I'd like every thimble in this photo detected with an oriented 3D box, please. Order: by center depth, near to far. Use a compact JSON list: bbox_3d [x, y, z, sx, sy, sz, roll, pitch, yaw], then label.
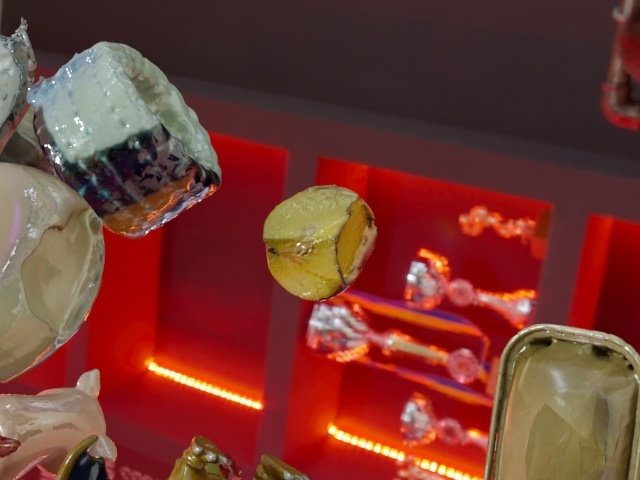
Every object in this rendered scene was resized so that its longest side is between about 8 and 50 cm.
[{"bbox_3d":[-0.241,-0.128,1.203,0.150,0.237,0.237,-33,-25,10],"label":"thimble"}]

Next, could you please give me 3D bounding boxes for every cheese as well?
[{"bbox_3d":[-0.294,0.023,0.703,0.082,0.286,0.163,58,-144,-50],"label":"cheese"}]

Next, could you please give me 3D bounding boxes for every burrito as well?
[{"bbox_3d":[-0.467,-0.135,1.233,0.101,0.139,0.445,106,-173,-56],"label":"burrito"}]

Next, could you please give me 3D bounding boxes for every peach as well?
[{"bbox_3d":[-0.002,-0.002,1.265,0.118,0.151,0.151,-26,-54,-66],"label":"peach"}]

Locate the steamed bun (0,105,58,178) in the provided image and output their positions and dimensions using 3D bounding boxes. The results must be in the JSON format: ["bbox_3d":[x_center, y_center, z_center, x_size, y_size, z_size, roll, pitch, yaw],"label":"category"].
[{"bbox_3d":[-0.529,-0.122,1.527,0.275,0.206,0.320,-35,-76,-15],"label":"steamed bun"}]

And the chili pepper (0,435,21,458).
[{"bbox_3d":[-0.553,0.279,1.326,0.071,0.272,0.063,136,142,-61],"label":"chili pepper"}]

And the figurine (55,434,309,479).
[{"bbox_3d":[-0.177,0.469,1.348,0.401,0.268,0.387,28,-99,-52],"label":"figurine"}]

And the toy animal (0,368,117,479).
[{"bbox_3d":[-0.560,0.387,1.901,0.256,0.213,0.195,-2,-117,-42],"label":"toy animal"}]

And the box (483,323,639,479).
[{"bbox_3d":[0.167,0.146,0.654,0.111,0.111,0.177,4,-87,-65],"label":"box"}]
